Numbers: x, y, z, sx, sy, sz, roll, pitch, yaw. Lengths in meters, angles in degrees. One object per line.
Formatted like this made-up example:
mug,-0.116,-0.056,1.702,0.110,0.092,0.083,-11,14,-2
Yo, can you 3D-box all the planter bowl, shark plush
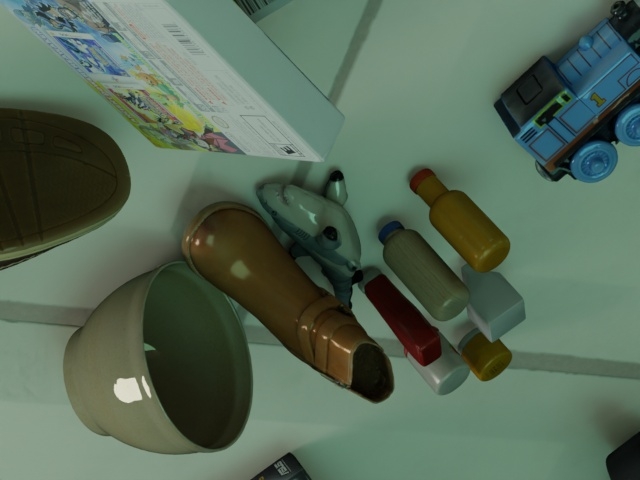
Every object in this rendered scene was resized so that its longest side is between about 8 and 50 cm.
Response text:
planter bowl,-0.145,0.106,1.646,0.109,0.162,0.162,-15,138,28
shark plush,0.000,0.000,1.689,0.067,0.073,0.161,-7,150,16

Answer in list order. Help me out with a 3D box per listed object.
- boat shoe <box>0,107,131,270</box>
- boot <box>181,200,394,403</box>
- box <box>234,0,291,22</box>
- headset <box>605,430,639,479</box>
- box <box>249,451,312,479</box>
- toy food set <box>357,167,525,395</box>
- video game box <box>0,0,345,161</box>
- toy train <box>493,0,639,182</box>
boat shoe,-0.316,-0.007,1.513,0.342,0.123,0.123,-17,162,-15
boot,-0.020,0.052,1.622,0.073,0.152,0.197,-50,140,0
box,-0.065,-0.222,1.437,0.101,0.087,0.102,-31,132,4
headset,0.383,0.330,1.985,0.185,0.243,0.394,-39,151,13
box,-0.032,0.345,1.857,0.183,0.056,0.231,-37,107,-4
toy food set,0.104,0.045,1.743,0.111,0.104,0.232,-35,151,-10
video game box,-0.110,-0.134,1.439,0.205,0.187,0.048,44,62,-41
toy train,0.238,-0.128,1.646,0.184,0.080,0.105,-42,125,15
